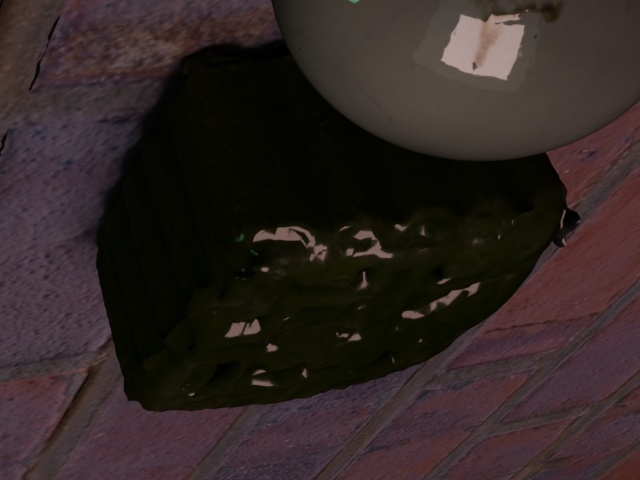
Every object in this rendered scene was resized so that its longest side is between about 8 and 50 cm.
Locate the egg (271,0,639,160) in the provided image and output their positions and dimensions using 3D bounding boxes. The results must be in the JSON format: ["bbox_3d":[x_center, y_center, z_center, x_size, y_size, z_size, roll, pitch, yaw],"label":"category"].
[{"bbox_3d":[0.087,-0.130,0.794,0.183,0.183,0.264,-39,158,33],"label":"egg"}]

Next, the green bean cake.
[{"bbox_3d":[0.000,0.000,1.031,0.247,0.156,0.250,-6,152,-29],"label":"green bean cake"}]
